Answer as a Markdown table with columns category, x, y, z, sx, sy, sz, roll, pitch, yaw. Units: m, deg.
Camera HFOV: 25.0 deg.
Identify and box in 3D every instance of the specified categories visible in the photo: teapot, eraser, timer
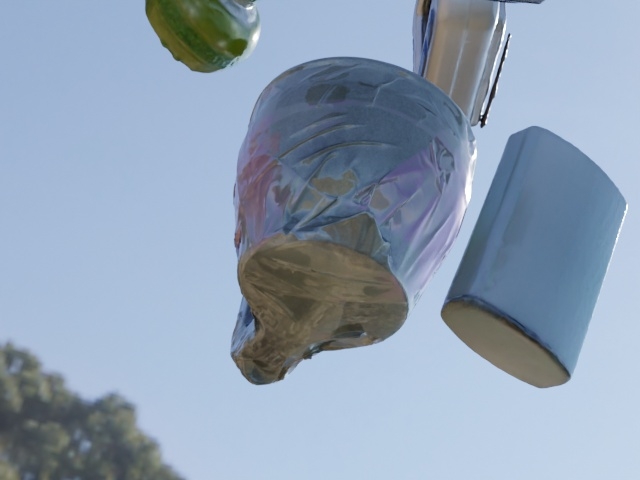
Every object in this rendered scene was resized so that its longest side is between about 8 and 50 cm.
| category | x | y | z | sx | sy | sz | roll | pitch | yaw |
| --- | --- | --- | --- | --- | --- | --- | --- | --- | --- |
| teapot | -0.007 | -0.009 | 1.003 | 0.222 | 0.178 | 0.163 | -20 | -52 | 36 |
| eraser | 0.273 | 0.020 | 1.809 | 0.189 | 0.290 | 0.104 | 36 | -33 | -17 |
| timer | 0.138 | -0.221 | 1.426 | 0.078 | 0.178 | 0.253 | 3 | -26 | -1 |

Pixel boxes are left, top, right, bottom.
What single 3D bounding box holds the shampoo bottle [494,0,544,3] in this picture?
| category | x | y | z | sx | sy | sz | roll | pitch | yaw |
| --- | --- | --- | --- | --- | --- | --- | --- | --- | --- |
| shampoo bottle | 0.139 | -0.194 | 1.075 | 0.137 | 0.027 | 0.048 | 1 | -24 | -23 |

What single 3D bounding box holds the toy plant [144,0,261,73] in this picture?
| category | x | y | z | sx | sy | sz | roll | pitch | yaw |
| --- | --- | --- | --- | --- | --- | --- | --- | --- | --- |
| toy plant | -0.085 | -0.385 | 2.044 | 0.316 | 0.184 | 0.224 | -33 | -8 | 23 |
